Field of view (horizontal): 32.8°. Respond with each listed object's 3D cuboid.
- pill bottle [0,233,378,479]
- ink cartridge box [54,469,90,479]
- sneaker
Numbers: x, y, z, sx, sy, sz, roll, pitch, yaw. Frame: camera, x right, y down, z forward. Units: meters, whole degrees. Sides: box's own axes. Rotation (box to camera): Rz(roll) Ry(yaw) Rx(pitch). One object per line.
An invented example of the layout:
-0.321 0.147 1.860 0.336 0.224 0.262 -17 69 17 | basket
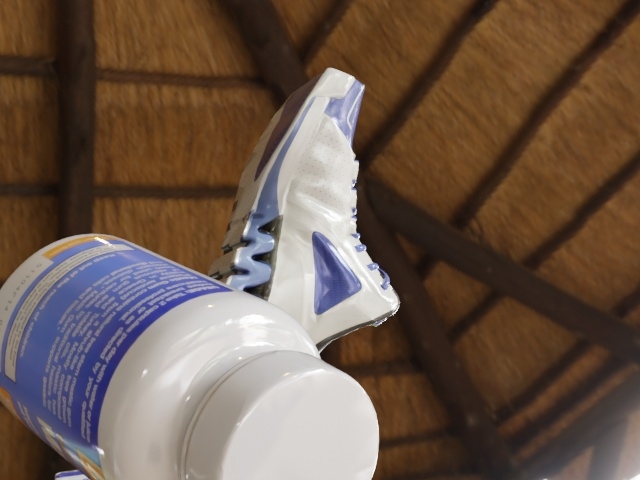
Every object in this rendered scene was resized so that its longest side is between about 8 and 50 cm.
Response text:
-0.093 0.095 0.690 0.152 0.272 0.152 -12 -70 -36 | pill bottle
-0.116 0.298 0.943 0.223 0.224 0.045 -6 -33 -6 | ink cartridge box
0.000 0.001 1.117 0.182 0.315 0.127 25 -13 -18 | sneaker
